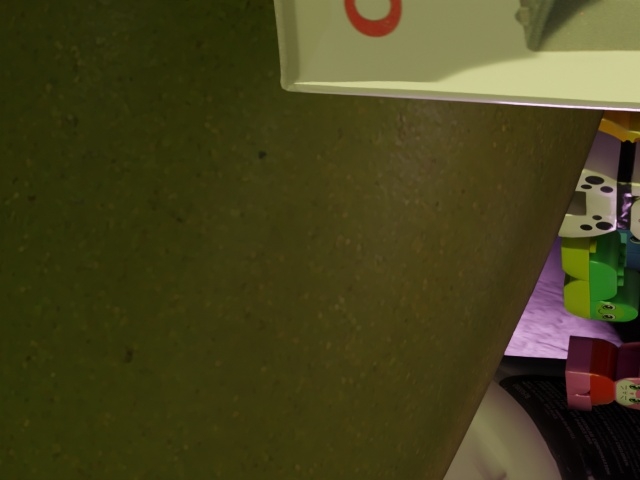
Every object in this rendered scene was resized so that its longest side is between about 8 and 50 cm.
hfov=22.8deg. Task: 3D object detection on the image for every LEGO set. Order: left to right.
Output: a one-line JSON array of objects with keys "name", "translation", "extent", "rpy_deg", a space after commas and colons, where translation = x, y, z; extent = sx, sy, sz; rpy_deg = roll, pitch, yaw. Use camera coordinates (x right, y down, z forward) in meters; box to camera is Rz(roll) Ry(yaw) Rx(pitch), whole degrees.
[{"name": "LEGO set", "translation": [0.155, -0.005, 0.685], "extent": [0.093, 0.087, 0.227], "rpy_deg": [5, 153, 13]}]

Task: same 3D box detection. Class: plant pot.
[{"name": "plant pot", "translation": [-0.047, 0.001, 0.506], "extent": [0.275, 0.293, 0.275], "rpy_deg": [11, 161, 4]}]

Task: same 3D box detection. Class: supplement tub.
[{"name": "supplement tub", "translation": [0.160, 0.164, 0.909], "extent": [0.194, 0.193, 0.316], "rpy_deg": [-7, 169, 43]}]

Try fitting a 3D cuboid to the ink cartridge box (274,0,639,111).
[{"name": "ink cartridge box", "translation": [0.098, -0.109, 0.312], "extent": [0.218, 0.092, 0.158], "rpy_deg": [6, 117, 22]}]
